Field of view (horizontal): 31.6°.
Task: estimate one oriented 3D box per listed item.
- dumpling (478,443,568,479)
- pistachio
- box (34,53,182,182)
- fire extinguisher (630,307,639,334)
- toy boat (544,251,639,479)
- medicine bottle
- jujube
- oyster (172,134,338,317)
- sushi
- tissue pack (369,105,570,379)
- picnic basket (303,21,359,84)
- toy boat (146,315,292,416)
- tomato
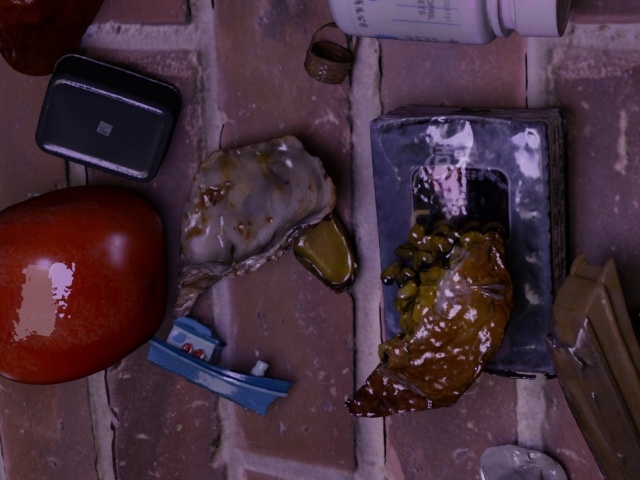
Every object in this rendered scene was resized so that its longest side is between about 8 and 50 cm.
[{"bbox_3d":[0.313,0.399,1.637,0.151,0.124,0.229,-18,91,-10],"label":"dumpling"},{"bbox_3d":[0.000,0.000,1.679,0.089,0.049,0.173,-28,84,23],"label":"pistachio"},{"bbox_3d":[-0.320,-0.179,1.699,0.200,0.090,0.145,19,116,-10],"label":"box"},{"bbox_3d":[0.443,0.143,1.536,0.046,0.032,0.100,-26,89,18],"label":"fire extinguisher"},{"bbox_3d":[0.427,0.220,1.479,0.162,0.136,0.446,-32,107,-14],"label":"toy boat"},{"bbox_3d":[0.167,-0.334,1.429,0.292,0.170,0.170,7,109,21],"label":"medicine bottle"},{"bbox_3d":[-0.411,-0.360,1.676,0.190,0.190,0.255,31,137,12],"label":"jujube"},{"bbox_3d":[-0.116,-0.037,1.684,0.396,0.111,0.204,-29,62,42],"label":"oyster"},{"bbox_3d":[0.146,0.105,1.466,0.179,0.167,0.296,30,131,3],"label":"sushi"},{"bbox_3d":[0.208,-0.002,1.546,0.259,0.122,0.362,5,110,26],"label":"tissue pack"},{"bbox_3d":[0.017,-0.266,1.574,0.072,0.072,0.083,29,125,13],"label":"picnic basket"},{"bbox_3d":[-0.155,0.196,1.791,0.237,0.109,0.098,23,80,15],"label":"toy boat"},{"bbox_3d":[-0.380,0.063,1.720,0.289,0.325,0.293,4,97,10],"label":"tomato"}]
